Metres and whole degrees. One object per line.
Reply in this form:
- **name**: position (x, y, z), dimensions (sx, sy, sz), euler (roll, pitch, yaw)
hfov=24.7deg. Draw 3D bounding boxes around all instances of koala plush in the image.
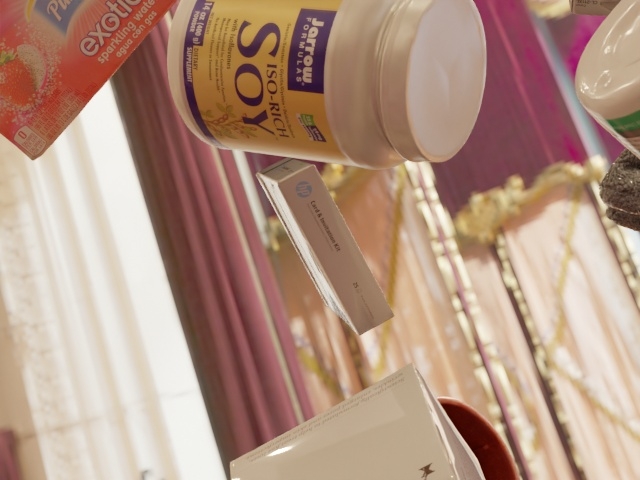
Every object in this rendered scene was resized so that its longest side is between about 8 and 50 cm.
- **koala plush**: position (0.526, -0.069, 1.989), dimensions (0.203, 0.221, 0.196), euler (-54, -19, 2)

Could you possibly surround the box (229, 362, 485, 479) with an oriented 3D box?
- **box**: position (0.037, 0.219, 1.136), dimensions (0.181, 0.182, 0.119), euler (-29, -66, 7)

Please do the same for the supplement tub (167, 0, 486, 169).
- **supplement tub**: position (0.009, -0.213, 1.774), dimensions (0.331, 0.241, 0.241), euler (9, -6, 32)

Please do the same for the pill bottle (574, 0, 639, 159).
- **pill bottle**: position (0.443, -0.102, 1.443), dimensions (0.361, 0.204, 0.204), euler (39, -51, -19)

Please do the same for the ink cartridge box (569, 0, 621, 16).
- **ink cartridge box**: position (0.443, -0.405, 2.228), dimensions (0.128, 0.175, 0.072), euler (4, -60, 3)

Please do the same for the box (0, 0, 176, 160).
- **box**: position (-0.216, -0.235, 1.349), dimensions (0.300, 0.142, 0.154), euler (-48, 13, 6)

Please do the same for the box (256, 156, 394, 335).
- **box**: position (0.000, 0.000, 1.276), dimensions (0.038, 0.145, 0.186), euler (-29, 8, -4)

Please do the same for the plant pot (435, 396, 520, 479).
- **plant pot**: position (0.123, 0.406, 2.225), dimensions (0.272, 0.272, 0.265), euler (5, -25, -45)
